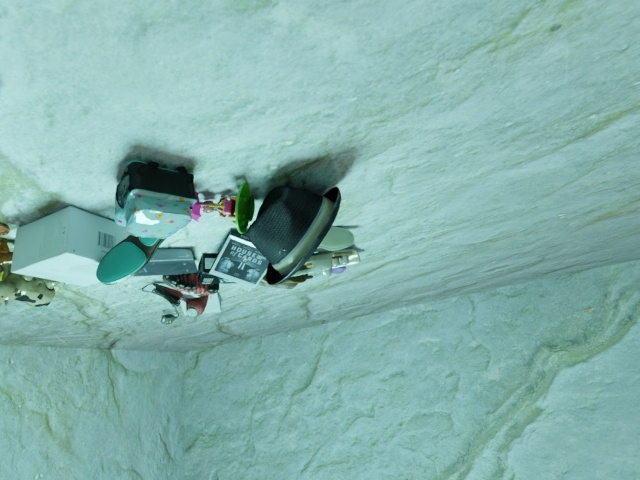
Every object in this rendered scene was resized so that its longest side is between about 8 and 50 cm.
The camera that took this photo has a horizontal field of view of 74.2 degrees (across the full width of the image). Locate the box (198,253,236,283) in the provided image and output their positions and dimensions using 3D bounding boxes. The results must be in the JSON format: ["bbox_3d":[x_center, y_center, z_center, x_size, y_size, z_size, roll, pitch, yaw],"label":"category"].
[{"bbox_3d":[-0.369,0.110,1.619,0.179,0.078,0.147,2,159,-23],"label":"box"}]

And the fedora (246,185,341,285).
[{"bbox_3d":[-0.095,-0.043,1.119,0.152,0.334,0.334,34,145,-15],"label":"fedora"}]

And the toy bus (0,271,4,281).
[{"bbox_3d":[-1.164,0.202,1.416,0.220,0.212,0.149,-1,157,-21],"label":"toy bus"}]

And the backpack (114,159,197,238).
[{"bbox_3d":[-0.395,-0.084,1.000,0.165,0.145,0.188,4,161,-41],"label":"backpack"}]

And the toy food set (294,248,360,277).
[{"bbox_3d":[0.002,0.100,1.608,0.219,0.093,0.306,-13,174,24],"label":"toy food set"}]

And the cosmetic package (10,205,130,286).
[{"bbox_3d":[-0.686,0.026,1.200,0.224,0.138,0.224,-17,158,21],"label":"cosmetic package"}]

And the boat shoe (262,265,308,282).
[{"bbox_3d":[-0.178,0.117,1.670,0.098,0.109,0.302,2,174,39],"label":"boat shoe"}]

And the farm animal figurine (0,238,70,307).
[{"bbox_3d":[-0.982,0.145,1.327,0.329,0.173,0.326,-21,157,19],"label":"farm animal figurine"}]

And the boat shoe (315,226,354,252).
[{"bbox_3d":[0.000,0.000,1.465,0.232,0.084,0.079,-7,177,-3],"label":"boat shoe"}]

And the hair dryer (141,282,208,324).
[{"bbox_3d":[-0.586,0.237,1.814,0.293,0.224,0.080,-3,138,-53],"label":"hair dryer"}]

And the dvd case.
[{"bbox_3d":[-0.265,0.071,1.461,0.179,0.030,0.239,22,136,-17],"label":"dvd case"}]

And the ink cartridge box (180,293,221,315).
[{"bbox_3d":[-0.596,0.290,2.102,0.188,0.066,0.233,-3,139,-9],"label":"ink cartridge box"}]

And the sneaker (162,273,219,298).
[{"bbox_3d":[-0.542,0.177,1.713,0.134,0.098,0.276,-19,158,24],"label":"sneaker"}]

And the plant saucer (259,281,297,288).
[{"bbox_3d":[-0.195,0.189,1.864,0.198,0.036,0.198,6,174,1],"label":"plant saucer"}]

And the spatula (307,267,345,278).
[{"bbox_3d":[-0.020,0.149,1.873,0.296,0.031,0.084,-9,164,-33],"label":"spatula"}]

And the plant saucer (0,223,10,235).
[{"bbox_3d":[-0.894,-0.034,1.150,0.083,0.014,0.083,-7,160,-3],"label":"plant saucer"}]

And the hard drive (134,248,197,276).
[{"bbox_3d":[-0.574,0.079,1.502,0.254,0.054,0.172,-3,160,-11],"label":"hard drive"}]

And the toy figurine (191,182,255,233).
[{"bbox_3d":[-0.269,-0.091,1.112,0.159,0.130,0.173,5,-175,5],"label":"toy figurine"}]

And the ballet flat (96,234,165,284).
[{"bbox_3d":[-0.480,0.015,1.155,0.280,0.095,0.096,-44,180,-2],"label":"ballet flat"}]
